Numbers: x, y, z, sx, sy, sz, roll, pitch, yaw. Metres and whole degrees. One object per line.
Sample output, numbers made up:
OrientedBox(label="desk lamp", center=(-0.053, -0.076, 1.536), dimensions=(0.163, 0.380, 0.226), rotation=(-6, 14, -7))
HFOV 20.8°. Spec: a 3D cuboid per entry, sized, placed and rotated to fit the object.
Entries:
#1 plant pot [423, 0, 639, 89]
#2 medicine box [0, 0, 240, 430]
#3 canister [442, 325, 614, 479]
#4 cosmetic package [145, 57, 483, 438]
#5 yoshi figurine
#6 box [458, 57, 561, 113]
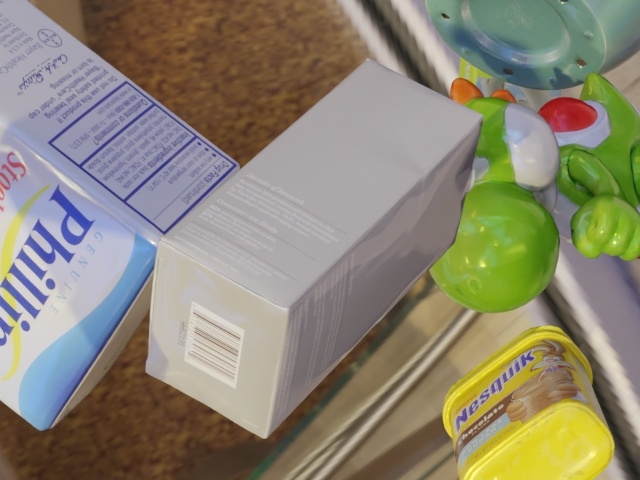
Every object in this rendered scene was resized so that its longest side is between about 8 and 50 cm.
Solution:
OrientedBox(label="plant pot", center=(0.226, -0.288, 1.675), dimensions=(0.293, 0.235, 0.293), rotation=(22, 152, 13))
OrientedBox(label="medicine box", center=(-0.263, -0.032, 1.503), dimensions=(0.289, 0.149, 0.263), rotation=(38, 128, 3))
OrientedBox(label="canister", center=(0.159, 0.144, 1.351), dimensions=(0.126, 0.170, 0.073), rotation=(-38, 102, 10))
OrientedBox(label="cosmetic package", center=(0.000, 0.000, 1.126), dimensions=(0.107, 0.238, 0.127), rotation=(27, 135, 18))
OrientedBox(label="yoshi figurine", center=(0.206, -0.014, 1.494), dimensions=(0.203, 0.362, 0.203), rotation=(51, 126, 42))
OrientedBox(label="box", center=(0.198, -0.129, 1.860), dimensions=(0.042, 0.109, 0.178), rotation=(179, 96, -66))
